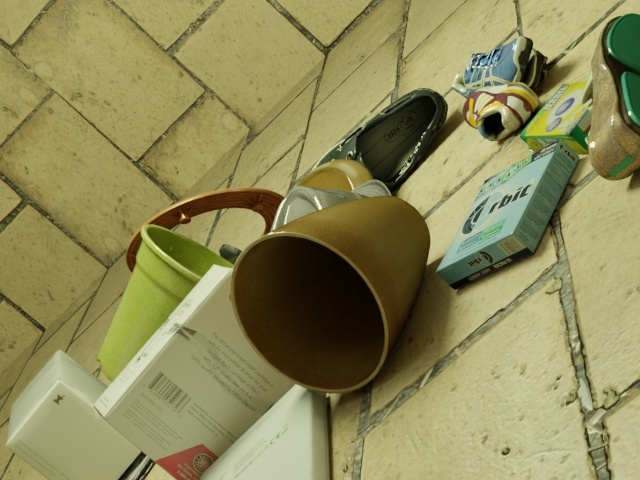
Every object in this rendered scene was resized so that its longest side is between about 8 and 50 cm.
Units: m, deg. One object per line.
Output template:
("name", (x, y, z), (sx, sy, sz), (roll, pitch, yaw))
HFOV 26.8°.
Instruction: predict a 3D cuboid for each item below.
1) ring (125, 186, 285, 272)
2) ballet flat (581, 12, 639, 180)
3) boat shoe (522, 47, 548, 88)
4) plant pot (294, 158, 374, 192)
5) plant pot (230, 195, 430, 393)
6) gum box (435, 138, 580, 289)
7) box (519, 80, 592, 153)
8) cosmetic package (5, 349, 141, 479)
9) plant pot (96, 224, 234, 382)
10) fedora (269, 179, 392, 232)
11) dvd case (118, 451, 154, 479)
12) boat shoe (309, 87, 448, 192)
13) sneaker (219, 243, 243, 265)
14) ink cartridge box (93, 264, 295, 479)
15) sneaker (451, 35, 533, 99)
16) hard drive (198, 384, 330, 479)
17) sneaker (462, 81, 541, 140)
("ring", (-0.207, 0.005, 2.578), (0.336, 0.336, 0.032), (-39, 57, 33))
("ballet flat", (0.368, -0.178, 1.663), (0.106, 0.107, 0.316), (-55, 7, 35))
("boat shoe", (0.340, -0.266, 2.108), (0.125, 0.038, 0.046), (-77, 13, -65))
("plant pot", (0.002, -0.030, 2.255), (0.236, 0.032, 0.236), (-24, 56, 41))
("plant pot", (0.046, 0.044, 1.835), (0.237, 0.237, 0.254), (-35, 3, 41))
("gum box", (0.244, -0.034, 1.754), (0.157, 0.041, 0.184), (-31, 21, 51))
("box", (0.341, -0.168, 1.830), (0.105, 0.043, 0.179), (-49, 12, -9))
("cosmetic package", (-0.448, 0.334, 2.446), (0.155, 0.197, 0.365), (-50, 10, -3))
("plant pot", (-0.260, 0.151, 2.383), (0.254, 0.276, 0.276), (-57, 13, 7))
("fedora", (0.000, 0.000, 2.075), (0.243, 0.124, 0.275), (-43, 33, 28))
("dvd case", (-0.326, 0.379, 2.390), (0.164, 0.018, 0.221), (-55, 16, -28))
("boat shoe", (0.090, -0.136, 2.324), (0.340, 0.127, 0.113), (-39, 2, -1))
("sneaker", (-0.229, 0.114, 2.603), (0.300, 0.121, 0.111), (-43, 14, 20))
("ink cartridge box", (-0.159, 0.206, 1.966), (0.283, 0.207, 0.117), (-49, 16, -9))
("sneaker", (0.272, -0.264, 2.126), (0.211, 0.081, 0.080), (129, 164, -65))
("hard drive", (-0.081, 0.333, 1.720), (0.233, 0.047, 0.353), (-44, 14, 13))
("sneaker", (0.260, -0.192, 2.081), (0.084, 0.069, 0.185), (-47, 12, -20))
